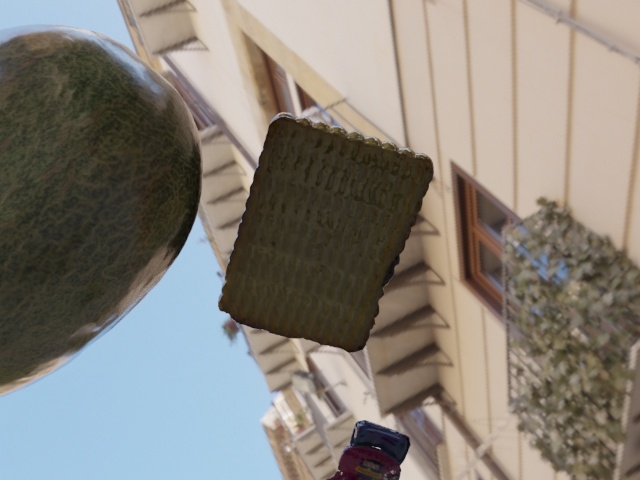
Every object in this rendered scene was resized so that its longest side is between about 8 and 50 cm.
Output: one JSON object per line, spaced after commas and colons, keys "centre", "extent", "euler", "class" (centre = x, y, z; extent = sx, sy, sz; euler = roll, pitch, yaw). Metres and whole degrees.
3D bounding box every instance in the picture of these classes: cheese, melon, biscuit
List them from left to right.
{"centre": [-0.240, -0.022, 0.642], "extent": [0.329, 0.249, 0.248], "euler": [-50, -40, -24], "class": "melon"}
{"centre": [0.000, 0.000, 0.852], "extent": [0.172, 0.029, 0.254], "euler": [16, -60, -6], "class": "biscuit"}
{"centre": [0.026, 0.209, 0.630], "extent": [0.095, 0.038, 0.145], "euler": [19, -83, 1], "class": "cheese"}
